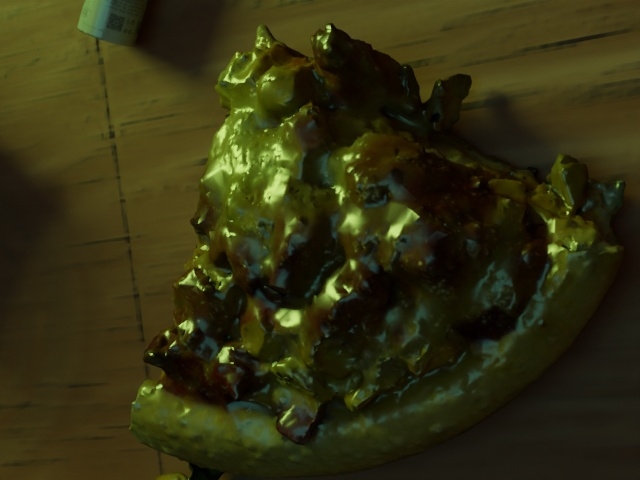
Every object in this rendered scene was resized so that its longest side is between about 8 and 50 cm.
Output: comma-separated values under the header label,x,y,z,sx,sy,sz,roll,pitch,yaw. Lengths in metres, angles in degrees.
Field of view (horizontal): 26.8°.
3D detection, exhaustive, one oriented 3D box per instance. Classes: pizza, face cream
label,x,y,z,sx,sy,sz,roll,pitch,yaw
pizza,0.000,0.000,0.660,0.289,0.081,0.229,-22,82,29
face cream,-0.098,-0.172,0.730,0.034,0.034,0.130,26,105,25

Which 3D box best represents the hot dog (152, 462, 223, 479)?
label,x,y,z,sx,sy,sz,roll,pitch,yaw
hot dog,-0.093,0.206,0.735,0.072,0.055,0.188,29,106,26
